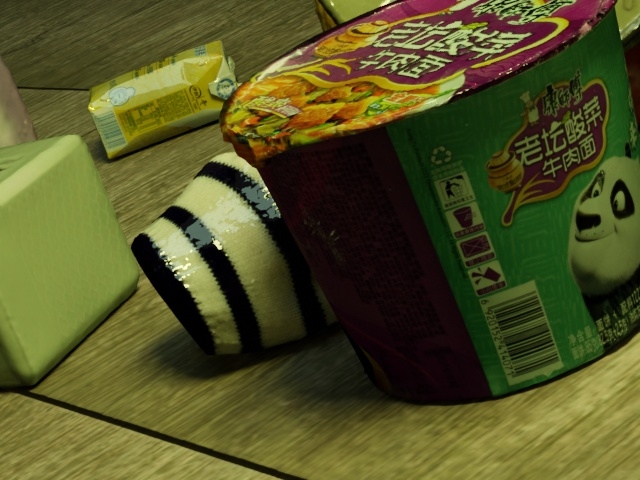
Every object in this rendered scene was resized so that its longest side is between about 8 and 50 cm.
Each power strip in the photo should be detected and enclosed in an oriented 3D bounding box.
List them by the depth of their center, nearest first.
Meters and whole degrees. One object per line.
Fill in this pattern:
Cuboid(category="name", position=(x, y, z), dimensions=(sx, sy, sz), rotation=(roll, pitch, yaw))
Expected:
Cuboid(category="power strip", position=(-0.235, 0.006, 1.393), dimensions=(0.140, 0.139, 0.224), rotation=(-10, 21, 32))

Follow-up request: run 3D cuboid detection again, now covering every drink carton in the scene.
Cuboid(category="drink carton", position=(-0.128, -0.149, 1.815), dimensions=(0.200, 0.074, 0.084), rotation=(-21, 19, 2))

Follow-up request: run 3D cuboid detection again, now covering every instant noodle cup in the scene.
Cuboid(category="instant noodle cup", position=(0.088, -0.031, 1.085), dimensions=(0.251, 0.190, 0.251), rotation=(-19, 19, 7))

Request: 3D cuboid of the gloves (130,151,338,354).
Cuboid(category="gloves", position=(-0.008, -0.013, 1.239), dimensions=(0.218, 0.131, 0.140), rotation=(-34, 24, -11))

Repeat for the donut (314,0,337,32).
Cuboid(category="donut", position=(0.112, -0.263, 1.741), dimensions=(0.277, 0.108, 0.277), rotation=(-21, 34, 15))

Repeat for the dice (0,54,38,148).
Cuboid(category="dice", position=(-0.417, -0.058, 1.551), dimensions=(0.270, 0.271, 0.270), rotation=(0, 28, 47))

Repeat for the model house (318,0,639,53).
Cuboid(category="model house", position=(0.104, -0.159, 1.398), dimensions=(0.218, 0.205, 0.279), rotation=(-35, -7, -12))

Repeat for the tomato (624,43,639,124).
Cuboid(category="tomato", position=(0.262, -0.166, 1.424), dimensions=(0.228, 0.101, 0.228), rotation=(-17, 16, 5))
